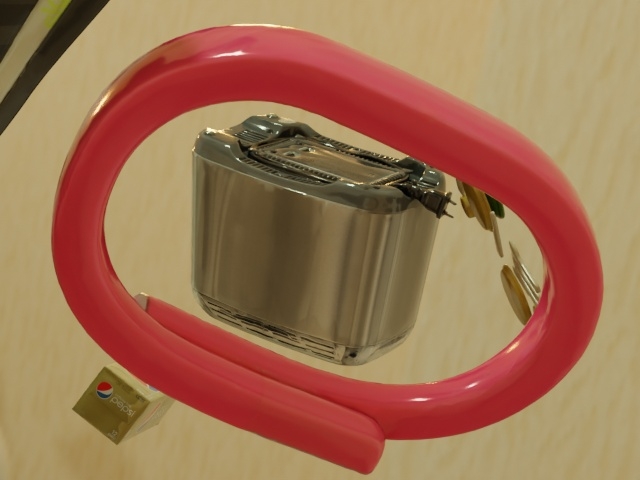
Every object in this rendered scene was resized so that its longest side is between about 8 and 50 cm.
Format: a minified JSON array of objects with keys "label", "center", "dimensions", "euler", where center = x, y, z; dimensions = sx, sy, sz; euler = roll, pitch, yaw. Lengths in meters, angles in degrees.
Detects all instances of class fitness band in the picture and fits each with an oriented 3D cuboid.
[{"label":"fitness band","center":[0.005,0.008,0.856],"dimensions":[0.290,0.209,0.054],"euler":[24,25,-15]}]

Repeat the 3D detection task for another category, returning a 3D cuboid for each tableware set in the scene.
[{"label":"tableware set","center":[0.133,0.010,1.128],"dimensions":[0.024,0.104,0.154],"euler":[-23,47,-5]}]

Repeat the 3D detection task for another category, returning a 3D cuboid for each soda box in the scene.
[{"label":"soda box","center":[-0.196,0.163,1.724],"dimensions":[0.061,0.058,0.181],"euler":[38,5,6]}]

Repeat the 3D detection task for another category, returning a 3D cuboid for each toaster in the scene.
[{"label":"toaster","center":[0.000,0.000,1.273],"dimensions":[0.227,0.146,0.129],"euler":[18,22,26]}]

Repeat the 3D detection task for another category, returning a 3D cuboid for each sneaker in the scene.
[{"label":"sneaker","center":[-0.169,-0.113,0.791],"dimensions":[0.097,0.235,0.084],"euler":[38,12,-16]}]
